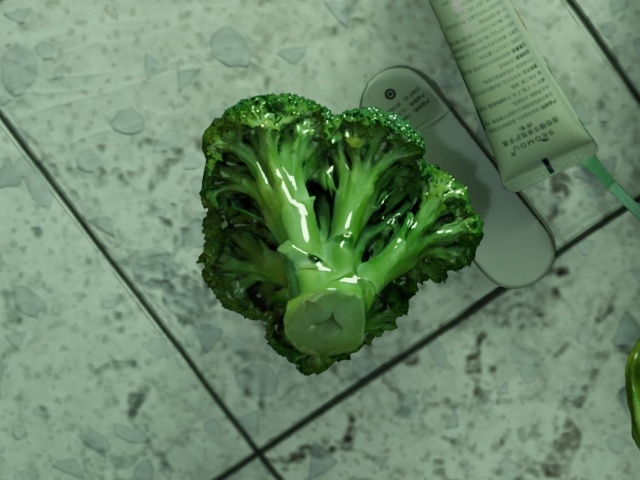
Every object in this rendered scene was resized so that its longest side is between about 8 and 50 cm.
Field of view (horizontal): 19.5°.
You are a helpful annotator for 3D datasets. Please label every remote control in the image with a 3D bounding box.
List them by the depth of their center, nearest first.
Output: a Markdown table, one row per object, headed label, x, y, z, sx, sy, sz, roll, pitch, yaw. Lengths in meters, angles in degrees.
| label | x | y | z | sx | sy | sz | roll | pitch | yaw |
| --- | --- | --- | --- | --- | --- | --- | --- | --- | --- |
| remote control | 0.128 | -0.058 | 1.728 | 0.077 | 0.022 | 0.245 | -38 | 96 | 13 |

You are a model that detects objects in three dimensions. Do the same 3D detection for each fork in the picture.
| label | x | y | z | sx | sy | sz | roll | pitch | yaw |
| --- | --- | --- | --- | --- | --- | --- | --- | --- | --- |
| fork | 0.278 | -0.038 | 1.713 | 0.235 | 0.021 | 0.039 | 44 | 110 | -6 |

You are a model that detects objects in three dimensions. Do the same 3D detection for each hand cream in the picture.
| label | x | y | z | sx | sy | sz | roll | pitch | yaw |
| --- | --- | --- | --- | --- | --- | --- | --- | --- | --- |
| hand cream | 0.149 | -0.180 | 1.669 | 0.095 | 0.059 | 0.276 | -25 | 98 | 18 |

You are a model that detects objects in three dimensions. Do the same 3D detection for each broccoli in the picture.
| label | x | y | z | sx | sy | sz | roll | pitch | yaw |
| --- | --- | --- | --- | --- | --- | --- | --- | --- | --- |
| broccoli | 0.000 | 0.000 | 1.634 | 0.269 | 0.269 | 0.254 | 41 | 111 | -4 |

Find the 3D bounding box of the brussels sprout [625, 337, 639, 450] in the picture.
| label | x | y | z | sx | sy | sz | roll | pitch | yaw |
| --- | --- | --- | --- | --- | --- | --- | --- | --- | --- |
| brussels sprout | 0.416 | 0.145 | 1.619 | 0.294 | 0.259 | 0.227 | 14 | 74 | -3 |
